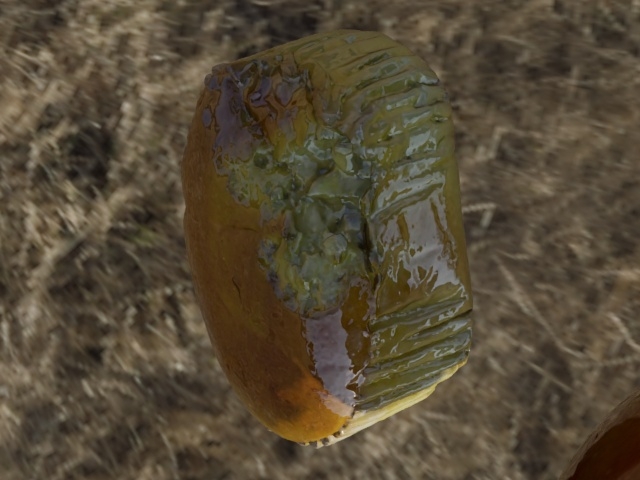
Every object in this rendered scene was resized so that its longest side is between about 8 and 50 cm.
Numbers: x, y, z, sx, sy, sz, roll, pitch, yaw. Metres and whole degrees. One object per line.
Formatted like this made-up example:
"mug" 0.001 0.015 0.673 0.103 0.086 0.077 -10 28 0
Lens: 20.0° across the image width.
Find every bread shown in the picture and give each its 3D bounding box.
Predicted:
"bread" 0.000 0.000 1.135 0.133 0.179 0.250 -18 121 -36

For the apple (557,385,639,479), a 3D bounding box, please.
"apple" 0.269 0.211 0.982 0.339 0.339 0.340 -3 100 -16
